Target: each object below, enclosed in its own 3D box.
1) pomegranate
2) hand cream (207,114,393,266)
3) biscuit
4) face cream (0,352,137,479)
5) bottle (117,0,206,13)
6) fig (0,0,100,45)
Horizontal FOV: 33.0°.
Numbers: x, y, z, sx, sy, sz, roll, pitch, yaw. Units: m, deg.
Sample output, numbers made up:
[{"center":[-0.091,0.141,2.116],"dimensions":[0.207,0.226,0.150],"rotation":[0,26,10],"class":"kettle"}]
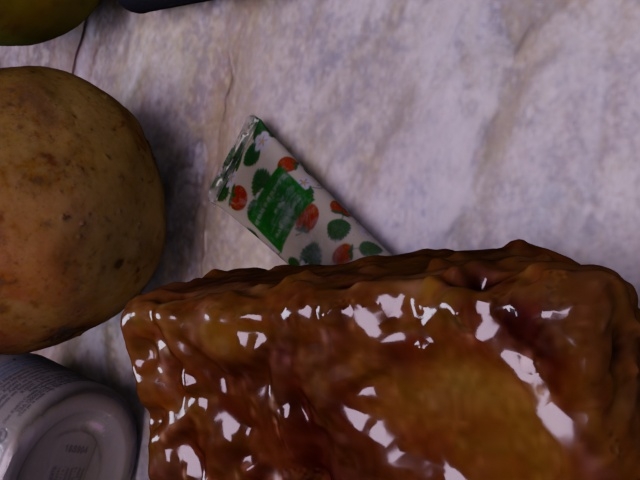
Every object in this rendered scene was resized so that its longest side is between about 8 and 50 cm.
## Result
[{"center":[-0.282,-0.028,1.005],"dimensions":[0.281,0.281,0.281],"rotation":[0,90,37],"class":"pomegranate"},{"center":[0.000,0.000,0.925],"dimensions":[0.276,0.059,0.095],"rotation":[42,112,32],"class":"hand cream"},{"center":[0.061,0.174,0.773],"dimensions":[0.395,0.166,0.342],"rotation":[-2,101,35],"class":"biscuit"},{"center":[-0.291,0.205,1.067],"dimensions":[0.153,0.177,0.177],"rotation":[16,100,36],"class":"face cream"},{"center":[-0.089,-0.256,0.973],"dimensions":[0.244,0.082,0.072],"rotation":[0,88,37],"class":"bottle"},{"center":[-0.322,-0.299,1.075],"dimensions":[0.230,0.207,0.207],"rotation":[15,99,36],"class":"fig"}]
